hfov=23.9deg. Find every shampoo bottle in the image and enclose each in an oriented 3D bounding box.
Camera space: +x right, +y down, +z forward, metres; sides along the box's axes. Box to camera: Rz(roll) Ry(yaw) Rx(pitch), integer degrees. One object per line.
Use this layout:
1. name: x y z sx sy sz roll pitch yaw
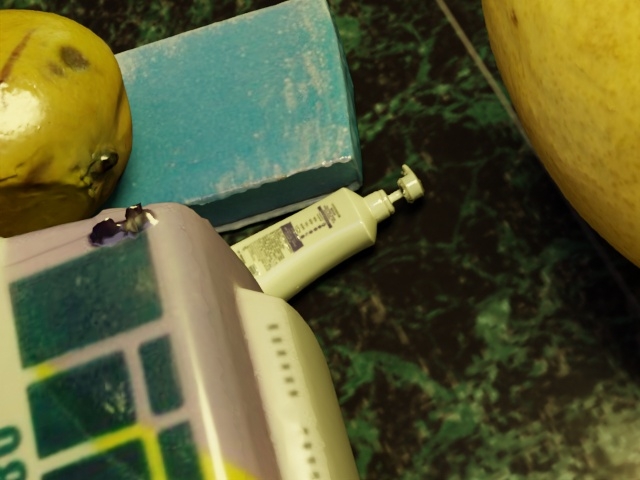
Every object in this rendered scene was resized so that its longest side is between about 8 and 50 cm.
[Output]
1. shampoo bottle: 0.000 0.000 0.907 0.141 0.034 0.049 -30 48 2

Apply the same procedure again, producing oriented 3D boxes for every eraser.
1. eraser: -0.128 -0.056 0.982 0.312 0.042 0.144 -16 56 11

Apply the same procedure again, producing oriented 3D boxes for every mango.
1. mango: -0.239 -0.049 0.909 0.262 0.130 0.167 -24 46 0

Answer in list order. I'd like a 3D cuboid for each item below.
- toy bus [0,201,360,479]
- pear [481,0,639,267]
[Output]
1. toy bus: -0.087 0.203 0.714 0.249 0.209 0.440 -21 57 7
2. pear: 0.230 -0.121 0.736 0.314 0.314 0.314 -9 59 15
